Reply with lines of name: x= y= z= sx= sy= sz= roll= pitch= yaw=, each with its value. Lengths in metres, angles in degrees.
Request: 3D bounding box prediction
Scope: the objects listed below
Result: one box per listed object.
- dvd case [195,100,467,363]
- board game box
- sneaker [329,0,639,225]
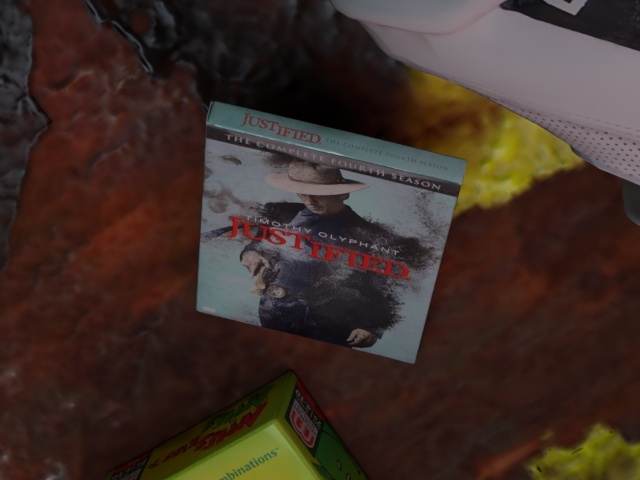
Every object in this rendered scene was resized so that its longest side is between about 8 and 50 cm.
dvd case: x=0.000 y=0.000 z=0.660 sx=0.087 sy=0.013 sz=0.119 roll=14 pitch=146 yaw=2
board game box: x=-0.001 y=0.150 z=0.740 sx=0.092 sy=0.043 sz=0.181 roll=-30 pitch=105 yaw=19
sneaker: x=0.161 y=0.016 z=0.607 sx=0.366 sy=0.137 sz=0.210 roll=16 pitch=111 yaw=-2
